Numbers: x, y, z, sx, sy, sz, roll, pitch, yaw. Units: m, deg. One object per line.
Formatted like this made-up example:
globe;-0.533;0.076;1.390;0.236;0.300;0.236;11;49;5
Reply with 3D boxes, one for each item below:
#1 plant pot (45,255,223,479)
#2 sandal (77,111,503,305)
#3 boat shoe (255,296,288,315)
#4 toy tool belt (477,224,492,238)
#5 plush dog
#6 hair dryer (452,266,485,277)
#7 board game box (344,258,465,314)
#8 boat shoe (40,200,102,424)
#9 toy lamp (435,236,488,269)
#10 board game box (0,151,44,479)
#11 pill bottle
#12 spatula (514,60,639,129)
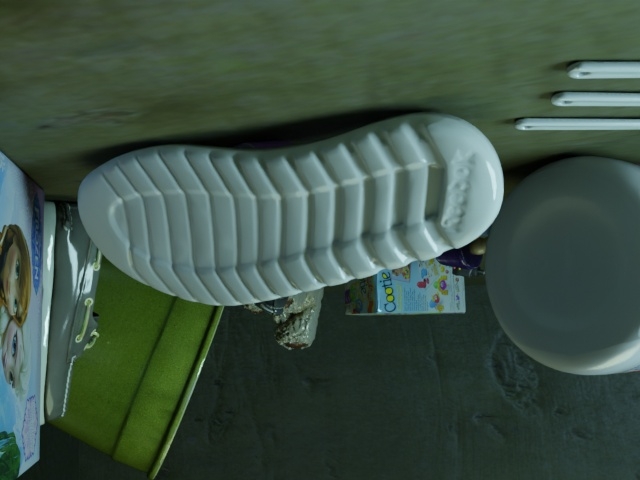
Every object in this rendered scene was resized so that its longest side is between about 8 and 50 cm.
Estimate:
plant pot;-0.373;0.153;1.071;0.353;0.366;0.366;21;168;-10
sandal;-0.037;-0.030;0.624;0.417;0.169;0.102;-3;-155;22
boat shoe;-0.133;0.064;1.208;0.084;0.079;0.233;-9;-156;-34
toy tool belt;0.236;-0.025;0.966;0.083;0.052;0.051;4;179;-37
plush dog;-0.112;0.091;1.444;0.226;0.210;0.262;10;148;20
hair dryer;0.446;0.024;1.389;0.224;0.080;0.294;-16;-171;-41
board game box;0.213;0.116;1.656;0.276;0.144;0.142;4;171;-31
boat shoe;-0.337;0.099;0.869;0.091;0.304;0.109;0;-168;-33
toy lamp;0.315;0.005;1.098;0.080;0.080;0.275;6;170;-44
board game box;-0.325;0.074;0.606;0.066;0.318;0.318;0;173;-11
pill bottle;0.413;0.034;0.779;0.408;0.228;0.229;4;171;-34
spatula;0.287;-0.105;0.509;0.242;0.019;0.168;-1;173;-2
